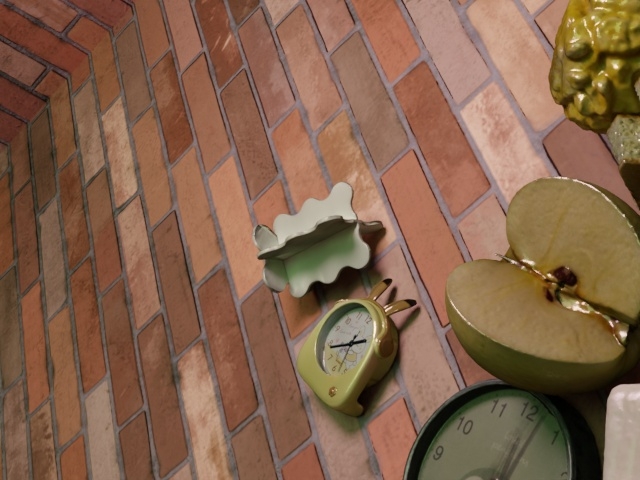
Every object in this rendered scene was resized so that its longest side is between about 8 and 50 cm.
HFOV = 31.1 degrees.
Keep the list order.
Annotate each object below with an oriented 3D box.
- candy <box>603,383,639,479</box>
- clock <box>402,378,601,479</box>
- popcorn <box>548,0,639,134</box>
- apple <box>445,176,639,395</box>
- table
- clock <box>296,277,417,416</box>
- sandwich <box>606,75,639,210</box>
[{"bbox_3d":[0.511,0.265,1.342,0.359,0.145,0.208,-10,60,46],"label":"candy"},{"bbox_3d":[0.250,0.352,1.650,0.319,0.066,0.318,-28,47,35],"label":"clock"},{"bbox_3d":[0.453,-0.269,1.691,0.225,0.249,0.249,6,68,13],"label":"popcorn"},{"bbox_3d":[0.337,0.080,1.589,0.258,0.233,0.295,32,81,33],"label":"apple"},{"bbox_3d":[0.000,0.000,2.080,0.198,0.166,0.166,-27,48,35],"label":"table"},{"bbox_3d":[0.067,0.173,1.968,0.232,0.069,0.170,-55,37,6],"label":"clock"},{"bbox_3d":[0.466,-0.122,1.589,0.122,0.128,0.235,-88,15,-52],"label":"sandwich"}]
